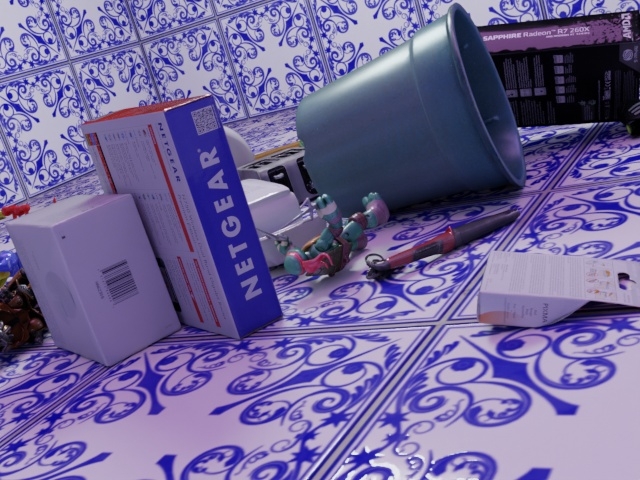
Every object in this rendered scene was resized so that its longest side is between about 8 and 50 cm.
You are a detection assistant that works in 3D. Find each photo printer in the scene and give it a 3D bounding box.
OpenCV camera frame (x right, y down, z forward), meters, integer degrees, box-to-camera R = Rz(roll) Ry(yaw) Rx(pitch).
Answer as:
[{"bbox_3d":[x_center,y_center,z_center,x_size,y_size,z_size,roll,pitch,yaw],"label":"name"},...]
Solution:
[{"bbox_3d":[-0.220,-0.020,1.656,0.307,0.107,0.256,-24,18,-22],"label":"photo printer"}]

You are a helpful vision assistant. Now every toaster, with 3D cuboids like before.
[{"bbox_3d":[-0.089,-0.139,1.940,0.168,0.110,0.185,-23,15,-24],"label":"toaster"}]

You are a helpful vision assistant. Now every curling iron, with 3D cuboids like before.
[{"bbox_3d":[0.184,-0.002,1.275,0.274,0.035,0.068,-22,16,-16],"label":"curling iron"}]

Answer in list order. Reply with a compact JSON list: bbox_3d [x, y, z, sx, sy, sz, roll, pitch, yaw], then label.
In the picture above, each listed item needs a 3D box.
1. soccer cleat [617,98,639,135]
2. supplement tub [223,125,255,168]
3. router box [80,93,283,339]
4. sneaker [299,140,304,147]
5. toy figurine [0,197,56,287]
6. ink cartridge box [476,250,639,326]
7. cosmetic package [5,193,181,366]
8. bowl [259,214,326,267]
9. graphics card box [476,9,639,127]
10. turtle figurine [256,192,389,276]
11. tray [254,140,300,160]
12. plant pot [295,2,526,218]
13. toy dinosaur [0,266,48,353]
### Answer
[{"bbox_3d":[0.602,-0.229,1.598,0.072,0.060,0.179,-26,17,-4],"label":"soccer cleat"},{"bbox_3d":[-0.297,-0.184,2.106,0.228,0.228,0.316,-20,15,-12],"label":"supplement tub"},{"bbox_3d":[-0.214,-0.035,1.262,0.082,0.335,0.301,-26,19,-32],"label":"router box"},{"bbox_3d":[0.054,-0.246,1.963,0.134,0.146,0.343,-7,2,-40],"label":"sneaker"},{"bbox_3d":[-0.723,0.032,1.786,0.362,0.191,0.217,-5,6,39],"label":"toy figurine"},{"bbox_3d":[0.279,0.058,0.980,0.179,0.045,0.145,7,21,15],"label":"ink cartridge box"},{"bbox_3d":[-0.356,0.053,1.311,0.138,0.224,0.224,-28,18,-34],"label":"cosmetic package"},{"bbox_3d":[-0.061,0.006,1.455,0.142,0.053,0.142,-24,4,-25],"label":"bowl"},{"bbox_3d":[0.448,-0.332,1.695,0.371,0.233,0.094,-1,57,19],"label":"graphics card box"},{"bbox_3d":[0.000,0.000,1.313,0.234,0.118,0.175,-20,-6,-45],"label":"turtle figurine"},{"bbox_3d":[0.009,-0.246,2.298,0.411,0.076,0.203,-20,15,-8],"label":"tray"},{"bbox_3d":[0.157,-0.205,1.543,0.334,0.341,0.341,-20,12,24],"label":"plant pot"},{"bbox_3d":[-0.518,0.102,1.497,0.218,0.164,0.322,-32,35,8],"label":"toy dinosaur"}]
